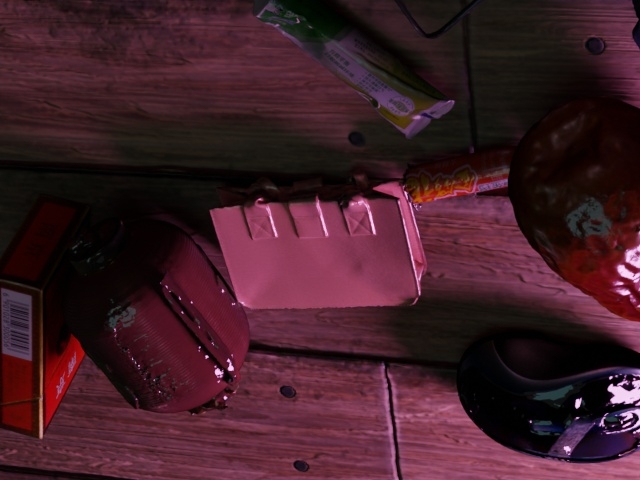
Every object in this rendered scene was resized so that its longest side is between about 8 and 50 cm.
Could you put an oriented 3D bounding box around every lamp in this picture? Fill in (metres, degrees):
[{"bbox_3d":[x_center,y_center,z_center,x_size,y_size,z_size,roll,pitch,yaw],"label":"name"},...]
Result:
[{"bbox_3d":[-0.179,0.082,2.011,0.180,0.180,0.258,-17,123,29],"label":"lamp"}]

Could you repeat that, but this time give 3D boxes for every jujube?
[{"bbox_3d":[0.285,-0.023,1.771,0.190,0.190,0.255,-8,138,24],"label":"jujube"}]

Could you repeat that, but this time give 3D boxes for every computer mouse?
[{"bbox_3d":[0.258,0.175,2.000,0.233,0.096,0.137,2,129,19],"label":"computer mouse"}]

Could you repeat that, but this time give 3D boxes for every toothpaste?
[{"bbox_3d":[0.018,-0.188,1.809,0.248,0.047,0.078,35,135,-15],"label":"toothpaste"}]

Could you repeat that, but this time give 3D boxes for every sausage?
[{"bbox_3d":[0.158,-0.067,1.863,0.145,0.048,0.050,-10,87,24],"label":"sausage"}]

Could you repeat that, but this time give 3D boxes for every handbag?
[{"bbox_3d":[0.000,0.000,1.962,0.212,0.059,0.157,-3,129,18],"label":"handbag"}]

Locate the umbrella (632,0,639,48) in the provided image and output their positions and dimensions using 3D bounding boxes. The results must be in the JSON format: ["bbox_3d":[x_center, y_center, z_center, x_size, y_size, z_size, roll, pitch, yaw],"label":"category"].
[{"bbox_3d":[0.361,-0.142,1.719,0.071,0.071,0.248,-18,123,30],"label":"umbrella"}]

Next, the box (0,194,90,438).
[{"bbox_3d":[-0.317,0.088,2.078,0.074,0.153,0.240,12,131,4],"label":"box"}]

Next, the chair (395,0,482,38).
[{"bbox_3d":[0.154,-0.306,1.605,0.221,0.140,0.145,-25,122,28],"label":"chair"}]
